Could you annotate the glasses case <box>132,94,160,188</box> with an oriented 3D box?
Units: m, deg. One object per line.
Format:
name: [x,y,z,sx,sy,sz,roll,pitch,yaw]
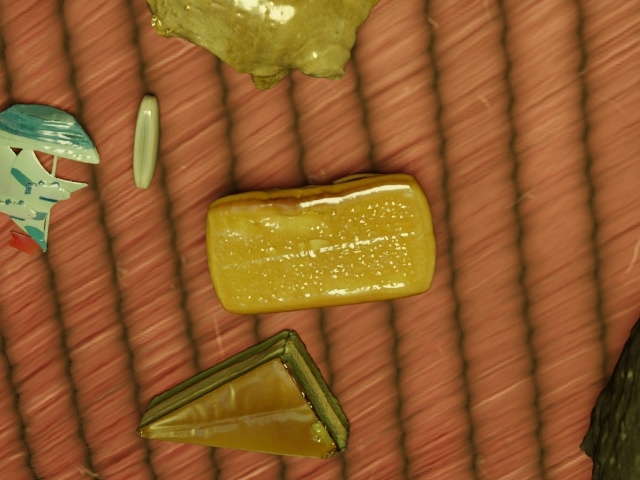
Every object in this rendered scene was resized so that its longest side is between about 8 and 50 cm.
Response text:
glasses case: [-0.152,-0.086,1.163,0.021,0.032,0.083,7,111,-1]

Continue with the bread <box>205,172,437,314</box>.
bread: [0.000,0.000,1.154,0.200,0.077,0.116,-7,108,7]

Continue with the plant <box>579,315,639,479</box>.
plant: [0.322,0.218,1.145,0.194,0.181,0.321,10,113,-3]

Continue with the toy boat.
toy boat: [-0.264,-0.063,1.194,0.105,0.034,0.149,33,123,-9]

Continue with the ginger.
ginger: [-0.059,-0.210,1.069,0.216,0.102,0.157,23,105,-2]

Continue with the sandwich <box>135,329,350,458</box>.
sandwich: [-0.070,0.172,1.224,0.163,0.079,0.113,-28,104,14]
